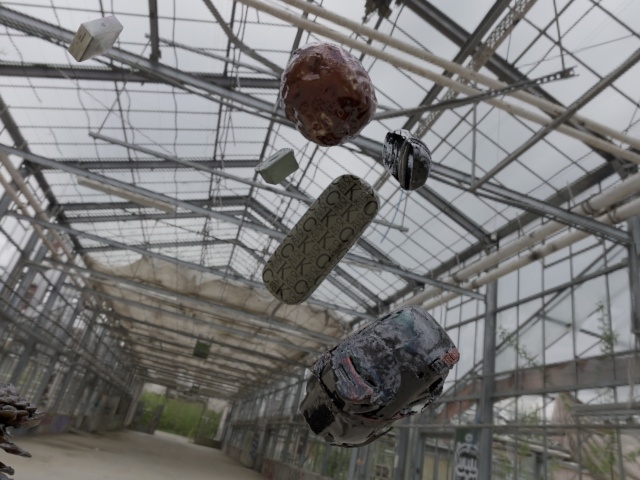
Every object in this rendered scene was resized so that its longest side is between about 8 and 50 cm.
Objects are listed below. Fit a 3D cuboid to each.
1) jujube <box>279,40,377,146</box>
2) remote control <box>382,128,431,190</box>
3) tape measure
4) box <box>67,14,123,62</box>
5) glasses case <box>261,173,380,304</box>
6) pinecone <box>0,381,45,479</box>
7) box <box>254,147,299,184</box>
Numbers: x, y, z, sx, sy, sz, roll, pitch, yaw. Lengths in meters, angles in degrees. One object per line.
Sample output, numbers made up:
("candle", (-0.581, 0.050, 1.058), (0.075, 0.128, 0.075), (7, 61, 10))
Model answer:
("jujube", (0.019, -0.299, 0.960), (0.197, 0.197, 0.290), (5, -2, 16))
("remote control", (0.160, -0.147, 0.812), (0.066, 0.266, 0.090), (-3, -70, 0))
("tape measure", (0.085, 0.186, 0.622), (0.223, 0.135, 0.202), (-21, -30, -32))
("box", (-0.694, -0.623, 1.406), (0.130, 0.129, 0.051), (-26, -71, 40))
("glasses case", (0.000, 0.000, 1.086), (0.137, 0.354, 0.085), (41, 9, 16))
("pinecone", (-0.656, 0.387, 0.805), (0.246, 0.292, 0.246), (5, -31, 3))
("box", (-0.174, -0.302, 1.885), (0.092, 0.172, 0.124), (59, -16, -25))
